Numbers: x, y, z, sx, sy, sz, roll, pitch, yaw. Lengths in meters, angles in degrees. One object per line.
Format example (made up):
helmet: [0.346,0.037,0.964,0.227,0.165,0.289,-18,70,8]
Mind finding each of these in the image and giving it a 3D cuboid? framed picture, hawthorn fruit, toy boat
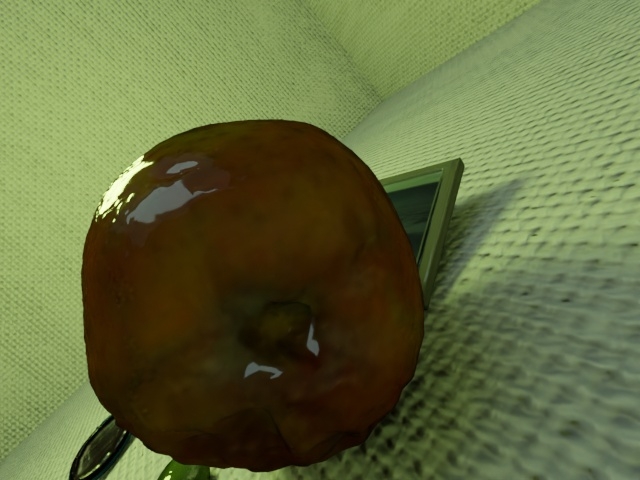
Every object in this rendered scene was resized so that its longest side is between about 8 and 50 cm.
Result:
framed picture: [0.060,0.002,0.881,0.447,0.028,0.325,-10,46,43]
hawthorn fruit: [-0.084,0.070,0.539,0.472,0.471,0.471,-39,14,12]
toy boat: [-0.594,0.568,1.142,0.223,0.100,0.097,-58,-3,-48]

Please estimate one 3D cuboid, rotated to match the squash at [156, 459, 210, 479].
squash: [-0.236,0.435,0.586,0.095,0.094,0.341,-36,12,22]
